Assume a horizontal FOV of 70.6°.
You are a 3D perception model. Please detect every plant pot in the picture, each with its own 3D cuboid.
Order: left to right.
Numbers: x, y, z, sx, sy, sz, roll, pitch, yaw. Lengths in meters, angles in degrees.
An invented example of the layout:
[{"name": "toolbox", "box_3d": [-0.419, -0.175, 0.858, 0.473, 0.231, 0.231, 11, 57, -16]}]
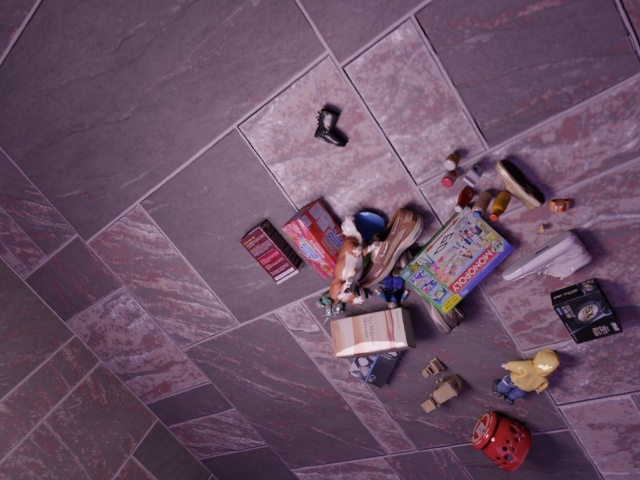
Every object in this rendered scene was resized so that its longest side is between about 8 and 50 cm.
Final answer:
[{"name": "plant pot", "box_3d": [0.730, 0.805, 1.837, 0.174, 0.191, 0.191, 32, 127, 10]}]

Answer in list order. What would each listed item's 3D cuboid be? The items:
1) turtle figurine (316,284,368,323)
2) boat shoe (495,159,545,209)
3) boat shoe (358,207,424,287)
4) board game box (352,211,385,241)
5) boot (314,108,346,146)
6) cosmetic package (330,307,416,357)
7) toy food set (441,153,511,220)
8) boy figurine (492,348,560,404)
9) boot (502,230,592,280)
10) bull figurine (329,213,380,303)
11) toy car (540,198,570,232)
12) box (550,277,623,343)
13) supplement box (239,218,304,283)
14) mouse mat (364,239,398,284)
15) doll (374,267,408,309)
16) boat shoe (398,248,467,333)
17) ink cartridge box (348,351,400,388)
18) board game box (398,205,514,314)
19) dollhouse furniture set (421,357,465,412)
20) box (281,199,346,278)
[{"name": "turtle figurine", "box_3d": [0.063, 0.242, 1.781, 0.234, 0.175, 0.118, -28, 84, 23]}, {"name": "boat shoe", "box_3d": [0.589, -0.161, 1.370, 0.190, 0.068, 0.072, 44, 141, -6]}, {"name": "boat shoe", "box_3d": [0.220, 0.021, 1.568, 0.116, 0.123, 0.324, 32, 107, -12]}, {"name": "board game box", "box_3d": [0.172, -0.039, 1.630, 0.133, 0.033, 0.169, -3, 125, 19]}, {"name": "boot", "box_3d": [0.039, -0.369, 1.472, 0.121, 0.045, 0.099, 23, 123, 8]}, {"name": "cosmetic package", "box_3d": [0.203, 0.364, 1.754, 0.296, 0.129, 0.153, -16, 68, 22]}, {"name": "toy food set", "box_3d": [0.453, -0.150, 1.382, 0.232, 0.104, 0.111, 39, 149, -2]}, {"name": "boy figurine", "box_3d": [0.768, 0.501, 1.689, 0.177, 0.092, 0.285, 32, 126, 1]}, {"name": "boot", "box_3d": [0.724, 0.087, 1.444, 0.123, 0.095, 0.258, 48, 124, -3]}, {"name": "bull figurine", "box_3d": [0.107, 0.067, 1.519, 0.101, 0.188, 0.311, 12, 87, -18]}, {"name": "toy car", "box_3d": [0.722, -0.069, 1.384, 0.060, 0.040, 0.122, 14, 124, 13]}, {"name": "box", "box_3d": [0.874, 0.235, 1.489, 0.147, 0.077, 0.180, -28, 107, 32]}, {"name": "supplement box", "box_3d": [-0.193, 0.047, 1.803, 0.130, 0.073, 0.239, -31, 106, 33]}, {"name": "mouse mat", "box_3d": [0.203, 0.085, 1.682, 0.152, 0.007, 0.190, 13, 128, -6]}, {"name": "doll", "box_3d": [0.271, 0.191, 1.722, 0.128, 0.046, 0.189, -2, 126, 12]}, {"name": "boat shoe", "box_3d": [0.402, 0.164, 1.624, 0.130, 0.132, 0.355, -33, 101, 8]}, {"name": "ink cartridge box", "box_3d": [0.240, 0.475, 1.903, 0.165, 0.065, 0.333, 21, 125, 9]}, {"name": "board game box", "box_3d": [0.447, 0.066, 1.504, 0.213, 0.046, 0.317, 40, 103, -5]}, {"name": "dollhouse furniture set", "box_3d": [0.475, 0.593, 1.885, 0.161, 0.101, 0.182, 53, 128, 16]}, {"name": "box", "box_3d": [0.000, 0.000, 1.648, 0.257, 0.128, 0.122, 52, 142, -14]}]
